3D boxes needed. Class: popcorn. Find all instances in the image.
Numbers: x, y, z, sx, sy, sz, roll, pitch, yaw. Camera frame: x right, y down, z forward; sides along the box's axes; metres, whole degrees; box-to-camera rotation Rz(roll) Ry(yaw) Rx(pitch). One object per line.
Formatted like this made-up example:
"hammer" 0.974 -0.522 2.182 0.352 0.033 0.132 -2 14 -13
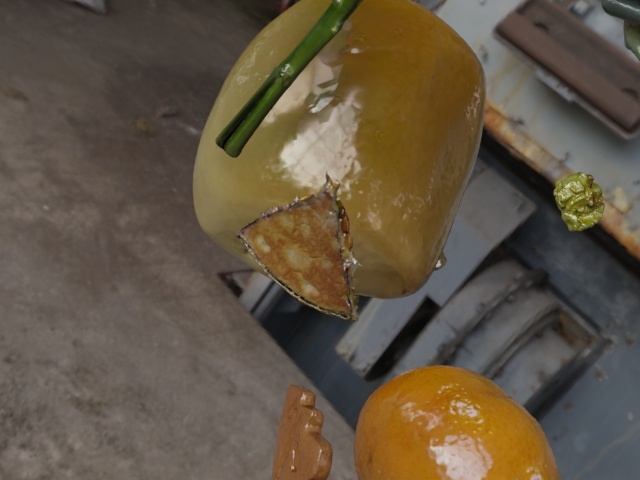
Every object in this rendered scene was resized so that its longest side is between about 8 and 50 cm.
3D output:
"popcorn" 0.336 -0.050 1.097 0.068 0.059 0.083 44 39 -57

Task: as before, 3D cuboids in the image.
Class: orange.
"orange" 0.141 0.235 0.841 0.171 0.240 0.240 -31 60 -21

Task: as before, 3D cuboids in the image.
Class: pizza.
"pizza" -0.001 0.013 0.591 0.029 0.100 0.099 -34 94 -50

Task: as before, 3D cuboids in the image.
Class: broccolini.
"broccolini" 0.010 -0.129 0.463 0.044 0.218 0.042 -2 53 -52

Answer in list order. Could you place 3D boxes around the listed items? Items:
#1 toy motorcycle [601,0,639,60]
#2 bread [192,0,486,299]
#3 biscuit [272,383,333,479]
"toy motorcycle" 0.301 -0.294 0.735 0.168 0.237 0.410 6 -14 44
"bread" 0.024 -0.140 1.107 0.347 0.376 0.253 15 -28 20
"biscuit" -0.048 0.389 1.550 0.043 0.284 0.306 11 40 -15
